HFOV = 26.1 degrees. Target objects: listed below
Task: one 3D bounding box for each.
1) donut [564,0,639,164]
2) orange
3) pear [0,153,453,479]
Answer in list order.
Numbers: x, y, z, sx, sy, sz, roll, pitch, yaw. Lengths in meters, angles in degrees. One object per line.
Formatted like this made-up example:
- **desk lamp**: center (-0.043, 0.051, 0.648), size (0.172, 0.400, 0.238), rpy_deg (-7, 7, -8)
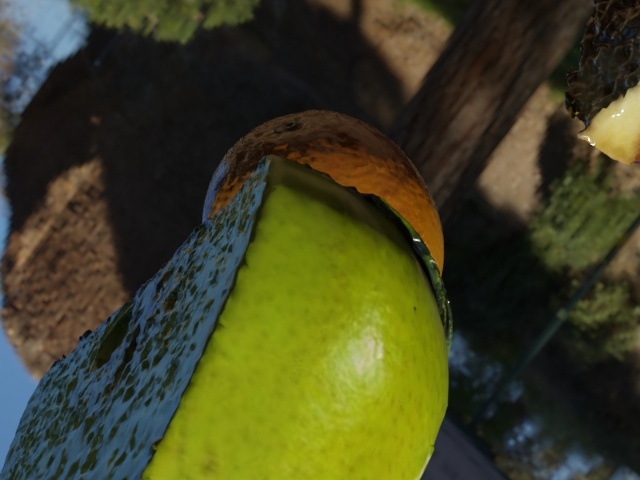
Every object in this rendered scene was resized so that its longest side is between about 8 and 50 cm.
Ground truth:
- **donut**: center (0.205, -0.141, 0.611), size (0.151, 0.112, 0.295), rpy_deg (30, -126, -22)
- **orange**: center (0.000, 0.000, 1.066), size (0.206, 0.206, 0.206), rpy_deg (37, -171, -6)
- **pear**: center (-0.050, 0.131, 0.654), size (0.159, 0.292, 0.292), rpy_deg (34, -171, -16)
